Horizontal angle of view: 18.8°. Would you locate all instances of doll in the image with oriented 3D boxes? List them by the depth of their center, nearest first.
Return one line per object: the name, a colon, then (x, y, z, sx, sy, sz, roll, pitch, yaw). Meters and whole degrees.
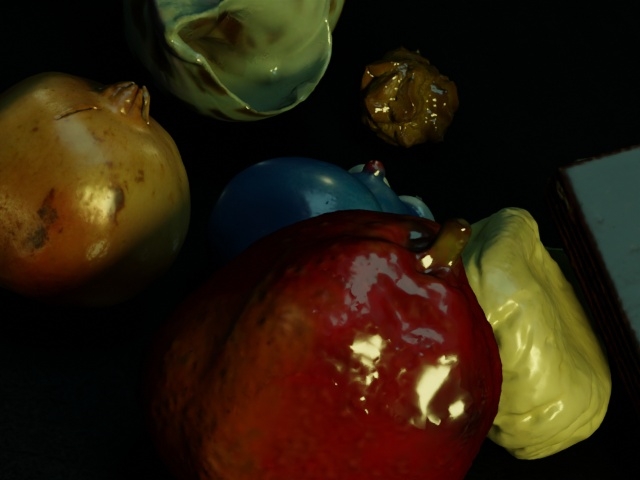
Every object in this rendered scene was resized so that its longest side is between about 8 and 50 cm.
doll: (0.000, 0.000, 1.765, 0.215, 0.161, 0.257, 25, 16, 28)

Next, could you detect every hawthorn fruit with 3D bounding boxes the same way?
hawthorn fruit: (0.022, 0.095, 1.493, 0.265, 0.307, 0.265, 33, 21, -14)

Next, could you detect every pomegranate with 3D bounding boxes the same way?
pomegranate: (-0.212, -0.042, 1.651, 0.209, 0.209, 0.209, 15, 35, -11)

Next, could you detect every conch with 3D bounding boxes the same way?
conch: (-0.079, -0.243, 1.991, 0.368, 0.197, 0.249, -23, 89, -46)

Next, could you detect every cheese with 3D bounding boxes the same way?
cheese: (0.177, 0.082, 1.716, 0.214, 0.117, 0.226, 59, 24, -6)

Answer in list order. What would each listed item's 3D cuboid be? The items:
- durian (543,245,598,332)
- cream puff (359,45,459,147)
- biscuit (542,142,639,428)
durian: (0.306, 0.052, 1.849, 0.375, 0.132, 0.106, 13, 26, 17)
cream puff: (0.091, -0.155, 2.052, 0.122, 0.094, 0.116, -8, 42, -30)
biscuit: (0.319, 0.099, 1.712, 0.107, 0.073, 0.388, -17, 72, -12)
